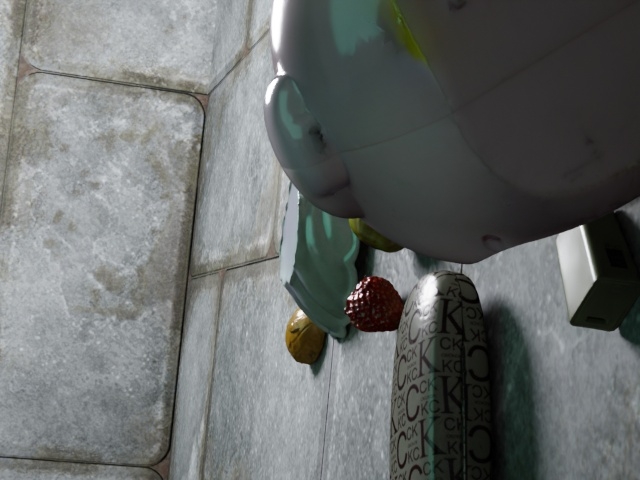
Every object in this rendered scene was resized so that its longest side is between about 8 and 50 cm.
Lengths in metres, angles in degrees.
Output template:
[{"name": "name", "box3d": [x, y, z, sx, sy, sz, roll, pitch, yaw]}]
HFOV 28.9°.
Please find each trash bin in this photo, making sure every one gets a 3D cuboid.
[{"name": "trash bin", "box3d": [0.227, 0.020, 1.030, 0.092, 0.043, 0.061, -96, 19, -44]}]

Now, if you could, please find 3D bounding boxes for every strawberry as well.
[{"name": "strawberry", "box3d": [0.073, 0.084, 1.553, 0.083, 0.073, 0.073, 25, 108, 60]}]

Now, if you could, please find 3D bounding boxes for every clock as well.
[{"name": "clock", "box3d": [0.129, -0.142, 0.945, 0.250, 0.368, 0.377, 59, 176, -13]}]

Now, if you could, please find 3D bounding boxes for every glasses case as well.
[{"name": "glasses case", "box3d": [0.121, 0.204, 1.263, 0.137, 0.085, 0.354, 133, 141, -65]}]

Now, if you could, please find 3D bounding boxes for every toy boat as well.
[{"name": "toy boat", "box3d": [0.000, 0.000, 1.805, 0.199, 0.100, 0.290, -144, 60, -73]}]

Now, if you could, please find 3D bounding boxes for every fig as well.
[{"name": "fig", "box3d": [0.084, -0.069, 1.535, 0.093, 0.093, 0.166, -150, 69, -74]}]

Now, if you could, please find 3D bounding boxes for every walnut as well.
[{"name": "walnut", "box3d": [-0.028, 0.142, 1.937, 0.091, 0.052, 0.121, -93, 19, -44]}]
